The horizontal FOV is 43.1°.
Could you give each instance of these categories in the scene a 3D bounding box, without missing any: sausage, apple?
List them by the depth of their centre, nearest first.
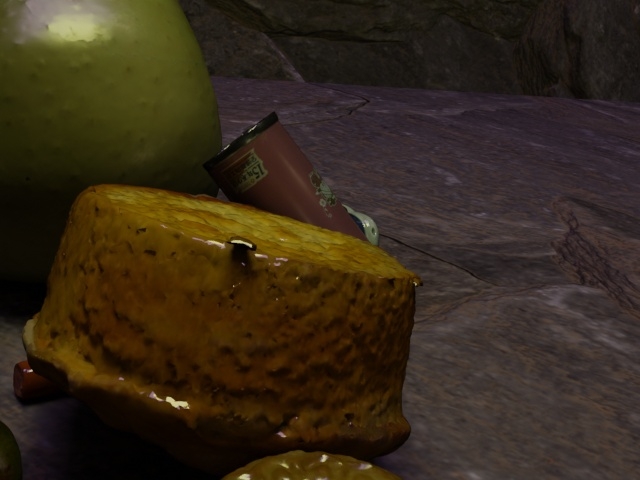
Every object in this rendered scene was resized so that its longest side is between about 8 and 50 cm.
[{"bbox_3d":[-0.270,0.143,0.897,0.131,0.039,0.041,-8,21,-33],"label":"sausage"},{"bbox_3d":[-0.362,-0.158,1.097,0.474,0.473,0.473,5,22,-2],"label":"apple"}]

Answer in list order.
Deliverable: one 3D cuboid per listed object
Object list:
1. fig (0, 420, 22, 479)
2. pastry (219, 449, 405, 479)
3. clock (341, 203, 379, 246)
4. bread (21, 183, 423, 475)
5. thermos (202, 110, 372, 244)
[{"bbox_3d":[-0.334,0.210,0.670,0.133,0.185,0.126,-17,70,-53],"label":"fig"},{"bbox_3d":[0.009,0.269,0.571,0.235,0.132,0.240,31,39,31],"label":"pastry"},{"bbox_3d":[-0.048,0.010,1.152,0.243,0.146,0.199,-3,28,-39],"label":"clock"},{"bbox_3d":[-0.091,0.077,0.798,0.398,0.215,0.398,15,7,-2],"label":"bread"},{"bbox_3d":[-0.006,0.005,1.022,0.109,0.330,0.136,-39,10,-12],"label":"thermos"}]
